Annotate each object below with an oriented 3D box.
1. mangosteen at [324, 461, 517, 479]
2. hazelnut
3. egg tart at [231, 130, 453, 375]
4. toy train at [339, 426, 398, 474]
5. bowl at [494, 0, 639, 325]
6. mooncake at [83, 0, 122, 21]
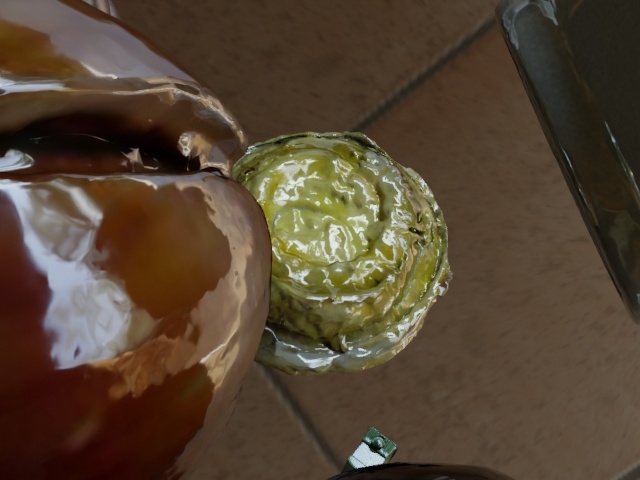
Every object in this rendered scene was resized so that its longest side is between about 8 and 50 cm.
[{"bbox_3d":[0.047,0.260,0.778,0.233,0.287,0.287,-11,87,23],"label":"mangosteen"},{"bbox_3d":[-0.222,-0.001,0.842,0.409,0.359,0.359,12,93,25],"label":"hazelnut"},{"bbox_3d":[0.000,0.000,1.478,0.279,0.095,0.278,3,65,-7],"label":"egg tart"},{"bbox_3d":[0.050,0.241,1.604,0.038,0.093,0.056,36,63,9],"label":"toy train"},{"bbox_3d":[0.210,-0.076,0.743,0.196,0.435,0.434,-24,84,9],"label":"bowl"},{"bbox_3d":[-0.338,-0.307,1.783,0.133,0.245,0.245,-30,82,-1],"label":"mooncake"}]
